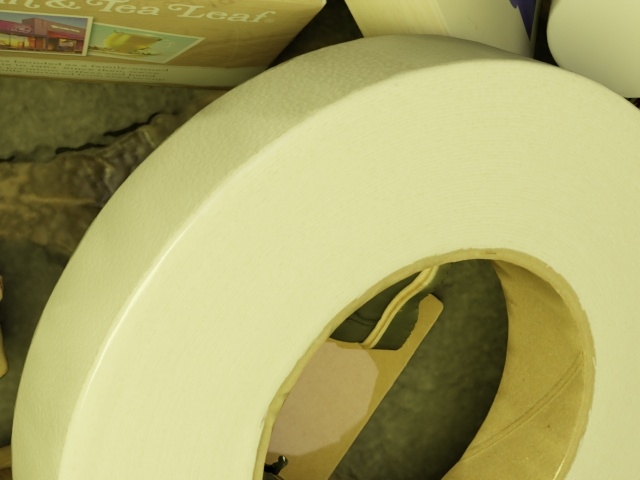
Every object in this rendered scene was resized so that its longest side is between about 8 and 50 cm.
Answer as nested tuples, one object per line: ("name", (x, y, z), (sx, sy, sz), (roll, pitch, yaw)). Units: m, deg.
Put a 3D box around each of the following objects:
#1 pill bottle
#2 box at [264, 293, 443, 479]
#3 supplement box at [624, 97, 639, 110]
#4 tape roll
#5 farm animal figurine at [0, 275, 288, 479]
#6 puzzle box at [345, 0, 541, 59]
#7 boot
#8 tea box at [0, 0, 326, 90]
("pill bottle", (0.218, -0.211, 0.733), (0.131, 0.131, 0.229), (27, 55, -12))
("box", (-0.039, 0.049, 0.737), (0.201, 0.021, 0.164), (38, 77, -10))
("supplement box", (0.262, -0.012, 0.768), (0.191, 0.129, 0.194), (42, 76, -8))
("tape roll", (0.041, 0.091, 0.571), (0.392, 0.072, 0.391), (-13, 117, -27))
("farm animal figurine", (-0.187, 0.138, 0.616), (0.327, 0.172, 0.330), (3, 99, -33))
("puzzle box", (0.049, -0.251, 0.594), (0.052, 0.409, 0.272), (-2, 57, 25))
("boot", (0.000, 0.000, 0.649), (0.137, 0.197, 0.076), (4, 46, -11))
("tea box", (-0.177, -0.268, 0.623), (0.329, 0.220, 0.323), (3, 84, -14))
